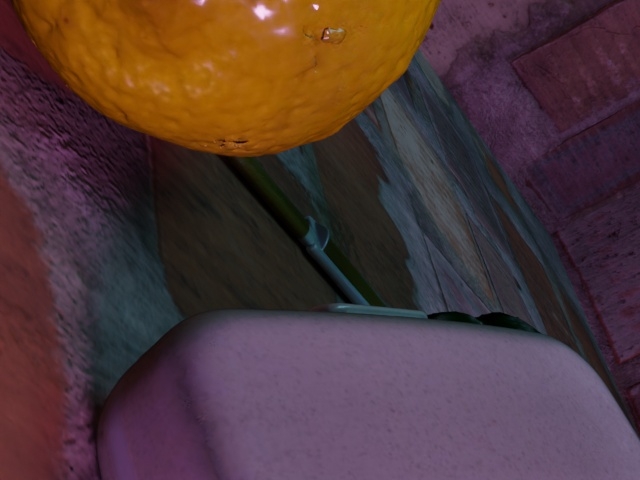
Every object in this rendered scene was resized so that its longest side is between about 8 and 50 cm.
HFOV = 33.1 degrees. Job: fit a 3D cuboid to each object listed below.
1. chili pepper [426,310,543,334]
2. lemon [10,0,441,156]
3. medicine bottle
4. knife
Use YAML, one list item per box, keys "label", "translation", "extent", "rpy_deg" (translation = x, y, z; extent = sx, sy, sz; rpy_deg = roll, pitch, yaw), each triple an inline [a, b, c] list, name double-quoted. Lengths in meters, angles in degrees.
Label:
- label: "chili pepper"
  translation: [0.124, 0.139, 0.929]
  extent: [0.261, 0.174, 0.165]
  rpy_deg: [-115, -170, -60]
- label: "lemon"
  translation: [-0.061, -0.215, 0.732]
  extent: [0.336, 0.336, 0.336]
  rpy_deg: [53, 18, -25]
- label: "medicine bottle"
  translation: [0.066, 0.164, 0.611]
  extent: [0.375, 0.123, 0.282]
  rpy_deg: [7, 48, -41]
- label: "knife"
  translation: [0.000, -0.001, 1.053]
  extent: [0.343, 0.027, 0.061]
  rpy_deg: [50, 15, -33]
